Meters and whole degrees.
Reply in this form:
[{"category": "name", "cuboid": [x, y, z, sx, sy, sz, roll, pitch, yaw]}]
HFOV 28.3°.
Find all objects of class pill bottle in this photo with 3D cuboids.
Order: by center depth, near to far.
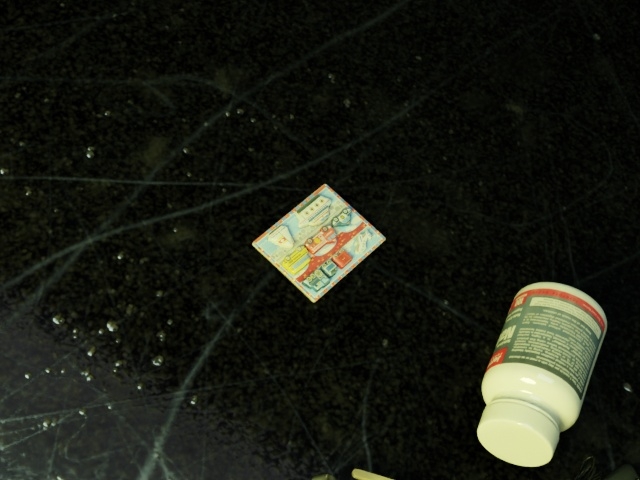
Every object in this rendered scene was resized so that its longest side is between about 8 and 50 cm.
[{"category": "pill bottle", "cuboid": [0.232, 0.143, 1.346, 0.108, 0.108, 0.180, 28, 54, -1]}]

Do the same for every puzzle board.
[{"category": "puzzle board", "cuboid": [0.000, 0.000, 1.415, 0.096, 0.011, 0.128, 43, 55, 10]}]

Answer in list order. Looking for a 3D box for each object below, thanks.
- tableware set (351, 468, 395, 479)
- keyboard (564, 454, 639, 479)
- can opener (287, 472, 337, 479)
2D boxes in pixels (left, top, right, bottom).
[{"category": "tableware set", "cuboid": [0.106, 0.306, 1.243, 0.194, 0.039, 0.128, 19, 40, -14]}, {"category": "keyboard", "cuboid": [0.279, 0.283, 1.303, 0.192, 0.038, 0.100, -24, 70, -39]}, {"category": "can opener", "cuboid": [-0.013, 0.313, 1.189, 0.059, 0.073, 0.186, 9, 66, -23]}]
